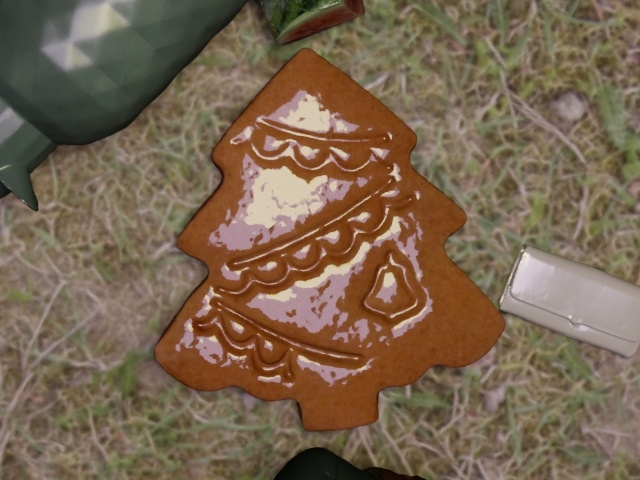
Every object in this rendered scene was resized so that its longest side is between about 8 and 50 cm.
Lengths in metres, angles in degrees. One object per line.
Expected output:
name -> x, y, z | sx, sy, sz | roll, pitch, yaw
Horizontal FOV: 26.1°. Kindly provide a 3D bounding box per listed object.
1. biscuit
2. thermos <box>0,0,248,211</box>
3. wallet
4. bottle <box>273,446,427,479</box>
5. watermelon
biscuit -> 0.000, 0.000, 1.099 | 0.284, 0.043, 0.306 | -7, 95, -5
thermos -> -0.182, -0.167, 1.025 | 0.286, 0.145, 0.182 | -45, 69, 1
wallet -> 0.212, 0.050, 1.135 | 0.122, 0.025, 0.061 | 20, 99, -7
bottle -> 0.071, 0.268, 1.071 | 0.271, 0.156, 0.143 | 36, 108, -11
watermelon -> -0.011, -0.195, 1.085 | 0.085, 0.072, 0.092 | -11, 56, 6
